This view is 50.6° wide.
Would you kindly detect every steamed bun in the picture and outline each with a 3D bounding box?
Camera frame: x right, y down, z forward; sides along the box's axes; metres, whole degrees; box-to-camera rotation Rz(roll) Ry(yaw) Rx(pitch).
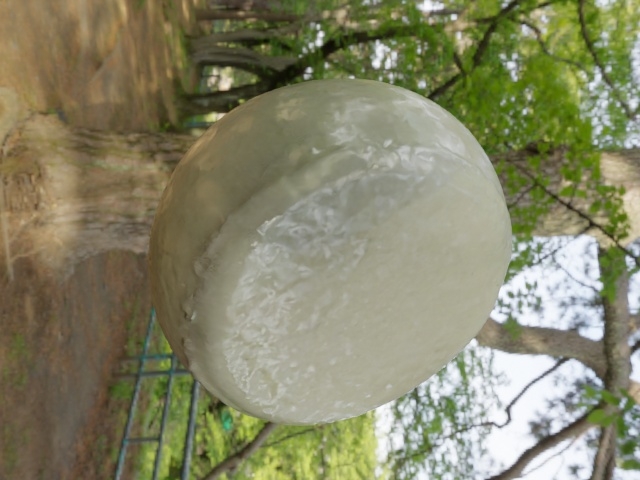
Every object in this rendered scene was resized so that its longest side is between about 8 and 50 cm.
[{"bbox_3d":[0.000,0.000,0.542,0.177,0.283,0.283,-121,-156,-47],"label":"steamed bun"}]
